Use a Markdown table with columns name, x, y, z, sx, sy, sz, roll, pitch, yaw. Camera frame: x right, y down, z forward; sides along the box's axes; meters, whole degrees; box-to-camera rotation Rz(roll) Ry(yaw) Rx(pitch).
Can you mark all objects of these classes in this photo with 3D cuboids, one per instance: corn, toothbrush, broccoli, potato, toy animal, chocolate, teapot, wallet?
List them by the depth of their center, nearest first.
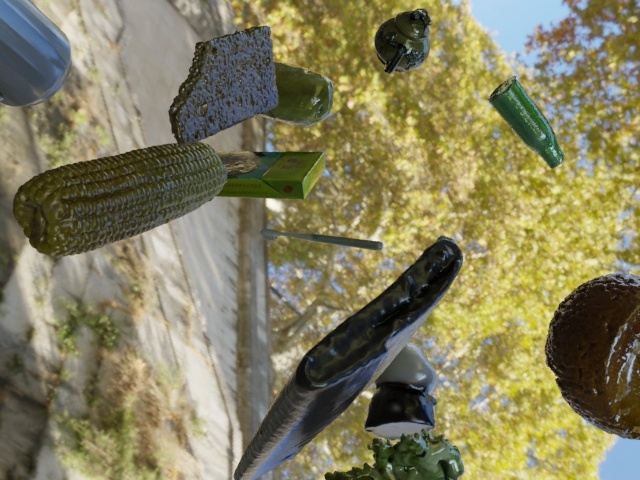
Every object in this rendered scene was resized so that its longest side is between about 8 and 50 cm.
| name | x | y | z | sx | sy | sz | roll | pitch | yaw |
| --- | --- | --- | --- | --- | --- | --- | --- | --- | --- |
| wallet | 0.014 | 0.127 | 0.603 | 0.170 | 0.044 | 0.321 | -36 | 163 | -30 |
| broccoli | 0.093 | 0.345 | 0.792 | 0.263 | 0.243 | 0.247 | -43 | -137 | -13 |
| corn | -0.283 | -0.074 | 1.049 | 0.131 | 0.131 | 0.344 | -8 | -167 | 42 |
| toy animal | 0.205 | 0.366 | 1.714 | 0.187 | 0.165 | 0.235 | 110 | -8 | -57 |
| potato | -0.081 | -0.379 | 1.791 | 0.228 | 0.149 | 0.197 | 5 | -131 | -4 |
| toothbrush | 0.000 | -0.002 | 1.829 | 0.341 | 0.030 | 0.025 | 5 | -129 | 20 |
| teapot | 0.249 | -0.592 | 2.023 | 0.183 | 0.173 | 0.270 | -57 | -175 | 48 |
| chocolate | 0.613 | -0.337 | 2.028 | 0.110 | 0.291 | 0.110 | -39 | -169 | 9 |

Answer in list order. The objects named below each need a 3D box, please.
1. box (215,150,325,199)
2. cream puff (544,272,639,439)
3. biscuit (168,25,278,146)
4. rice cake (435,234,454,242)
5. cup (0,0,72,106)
| name | x | y | z | sx | sy | sz | roll | pitch | yaw |
| --- | --- | --- | --- | --- | --- | --- | --- | --- | --- |
| box | -0.171 | -0.139 | 1.435 | 0.334 | 0.047 | 0.187 | 3 | -156 | 13 |
| cream puff | 0.546 | 0.200 | 1.267 | 0.303 | 0.303 | 0.212 | -45 | -159 | -7 |
| biscuit | -0.141 | -0.230 | 1.007 | 0.026 | 0.131 | 0.237 | 9 | -152 | 33 |
| rice cake | 0.256 | 0.092 | 1.691 | 0.045 | 0.042 | 0.245 | 21 | -110 | 33 |
| cup | -0.784 | -0.448 | 1.622 | 0.236 | 0.327 | 0.323 | 17 | -105 | 25 |
